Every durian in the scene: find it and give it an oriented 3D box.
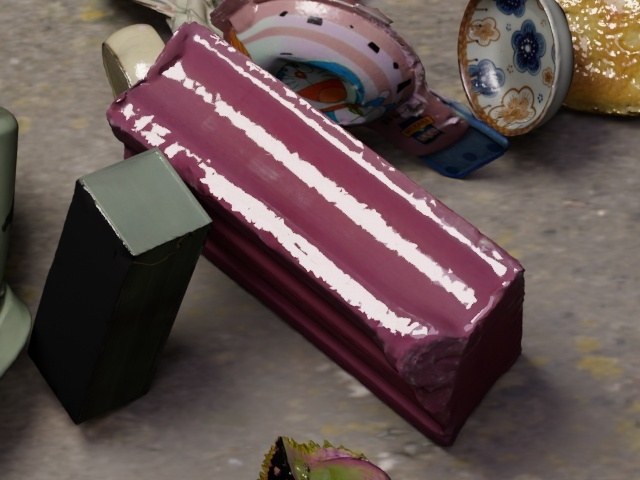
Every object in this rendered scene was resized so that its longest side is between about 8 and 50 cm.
[{"bbox_3d":[0.022,0.246,1.450,0.108,0.119,0.186,-29,78,-43],"label":"durian"}]

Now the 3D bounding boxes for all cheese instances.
[{"bbox_3d":[0.034,-0.137,1.498,0.286,0.189,0.074,31,60,-21],"label":"cheese"}]

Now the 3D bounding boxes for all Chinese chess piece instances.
[{"bbox_3d":[-0.158,-0.139,1.583,0.051,0.122,0.122,-24,69,-13],"label":"Chinese chess piece"}]

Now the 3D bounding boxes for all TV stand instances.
[{"bbox_3d":[-0.174,0.043,1.438,0.083,0.269,0.088,-23,65,-32],"label":"TV stand"}]

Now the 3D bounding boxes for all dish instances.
[{"bbox_3d":[0.193,-0.165,1.517,0.078,0.141,0.141,-9,65,-31],"label":"dish"}]

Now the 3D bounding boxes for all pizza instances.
[{"bbox_3d":[0.263,-0.200,1.576,0.204,0.080,0.188,22,97,13],"label":"pizza"}]

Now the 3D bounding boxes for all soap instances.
[{"bbox_3d":[0.000,0.000,1.454,0.359,0.233,0.128,38,77,18],"label":"soap"}]

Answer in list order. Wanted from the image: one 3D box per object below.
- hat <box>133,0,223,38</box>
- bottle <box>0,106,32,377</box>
[{"bbox_3d":[-0.099,-0.241,1.635,0.226,0.164,0.219,6,49,51],"label":"hat"},{"bbox_3d":[-0.363,0.053,1.473,0.229,0.229,0.351,7,101,10],"label":"bottle"}]
